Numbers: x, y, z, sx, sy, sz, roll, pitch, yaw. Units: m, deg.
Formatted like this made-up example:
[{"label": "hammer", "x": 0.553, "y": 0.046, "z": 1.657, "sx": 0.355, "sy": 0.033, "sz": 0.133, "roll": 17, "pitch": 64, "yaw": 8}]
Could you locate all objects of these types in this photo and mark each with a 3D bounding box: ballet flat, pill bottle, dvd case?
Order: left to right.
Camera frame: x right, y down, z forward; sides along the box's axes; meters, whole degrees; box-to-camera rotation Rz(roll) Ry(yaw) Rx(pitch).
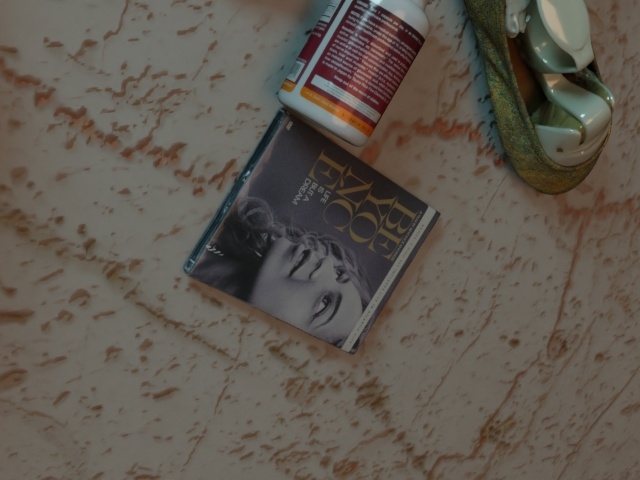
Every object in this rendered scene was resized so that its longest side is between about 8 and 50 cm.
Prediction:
[{"label": "dvd case", "x": 0.000, "y": 0.000, "z": 0.991, "sx": 0.221, "sy": 0.018, "sz": 0.164, "roll": 30, "pitch": 93, "yaw": -41}, {"label": "pill bottle", "x": 0.036, "y": -0.161, "z": 0.893, "sx": 0.086, "sy": 0.086, "sz": 0.152, "roll": 27, "pitch": 96, "yaw": -41}, {"label": "ballet flat", "x": 0.215, "y": -0.158, "z": 1.004, "sx": 0.123, "sy": 0.123, "sz": 0.348, "roll": -39, "pitch": 129, "yaw": -14}]
